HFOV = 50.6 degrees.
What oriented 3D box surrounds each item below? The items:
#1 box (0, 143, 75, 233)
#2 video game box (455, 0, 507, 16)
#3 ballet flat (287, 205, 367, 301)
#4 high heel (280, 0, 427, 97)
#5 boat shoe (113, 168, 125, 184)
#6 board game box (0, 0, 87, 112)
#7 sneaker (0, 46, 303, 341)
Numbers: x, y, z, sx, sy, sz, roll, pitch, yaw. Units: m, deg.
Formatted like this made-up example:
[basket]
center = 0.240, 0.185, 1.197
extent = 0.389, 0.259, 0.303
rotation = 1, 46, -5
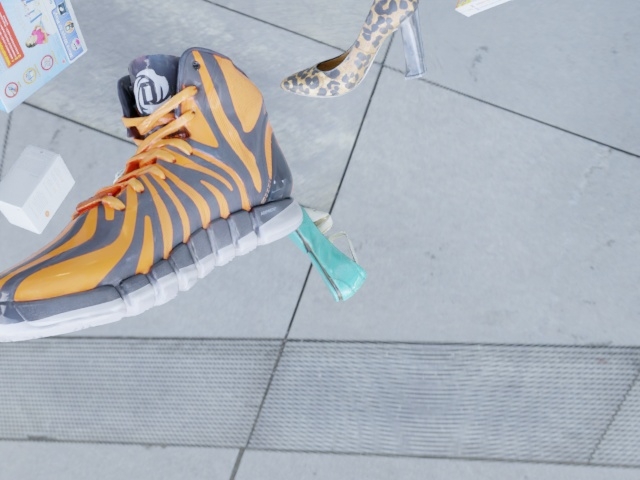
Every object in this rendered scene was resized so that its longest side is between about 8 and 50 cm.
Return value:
[box]
center = -0.708, -0.127, 1.678
extent = 0.091, 0.170, 0.130
rotation = 20, 153, 9
[video game box]
center = 0.394, -0.618, 1.503
extent = 0.048, 0.187, 0.205
rotation = 19, 89, -18
[ballet flat]
center = 0.000, 0.000, 1.210
extent = 0.087, 0.083, 0.247
rotation = -32, 61, -11
[high heel]
center = 0.040, -0.345, 1.138
extent = 0.261, 0.093, 0.186
rotation = -9, 126, 11
[boat shoe]
center = -0.462, -0.134, 1.626
extent = 0.076, 0.226, 0.083
rotation = 34, 101, -8
[board game box]
center = -0.766, -0.537, 1.715
extent = 0.086, 0.302, 0.308
rotation = 25, 147, 19
[sneaker]
center = -0.147, -0.051, 0.542
extent = 0.125, 0.321, 0.180
rotation = -7, 105, 33
